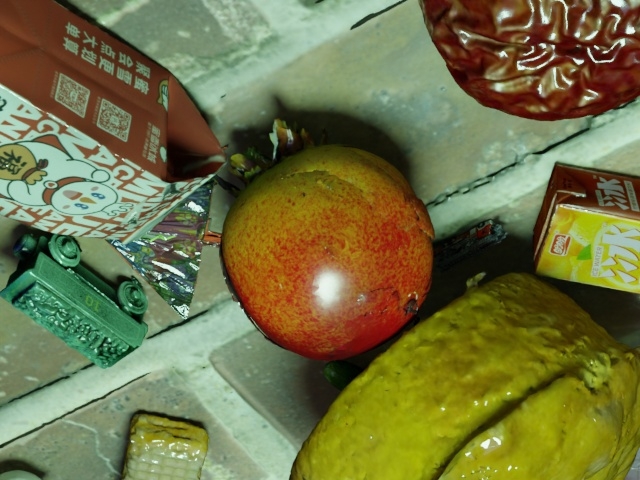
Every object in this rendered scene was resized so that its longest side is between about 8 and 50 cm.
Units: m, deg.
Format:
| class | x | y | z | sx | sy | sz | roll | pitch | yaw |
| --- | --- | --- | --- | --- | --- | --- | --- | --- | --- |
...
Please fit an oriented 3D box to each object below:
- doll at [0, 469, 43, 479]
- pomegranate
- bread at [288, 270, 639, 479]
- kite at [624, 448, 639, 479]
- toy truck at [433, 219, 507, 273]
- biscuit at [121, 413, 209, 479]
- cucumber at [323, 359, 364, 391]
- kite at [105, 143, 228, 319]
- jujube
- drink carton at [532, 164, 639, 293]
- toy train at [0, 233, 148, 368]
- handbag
| class | x | y | z | sx | sy | sz | roll | pitch | yaw |
| --- | --- | --- | --- | --- | --- | --- | --- | --- | --- |
| doll | -0.505 | 0.246 | 1.994 | 0.348 | 0.161 | 0.423 | -20 | 127 | 4 |
| pomegranate | 0.000 | 0.000 | 1.715 | 0.210 | 0.210 | 0.235 | -34 | 86 | 28 |
| bread | 0.149 | 0.222 | 1.784 | 0.215 | 0.398 | 0.398 | 50 | 129 | 21 |
| kite | 0.412 | 0.260 | 2.007 | 0.204 | 0.022 | 0.360 | -29 | 118 | 25 |
| toy truck | 0.151 | 0.005 | 1.812 | 0.083 | 0.032 | 0.024 | -30 | 117 | 24 |
| biscuit | -0.201 | 0.349 | 2.108 | 0.094 | 0.054 | 0.379 | 10 | 129 | -5 |
| cucumber | 0.062 | 0.169 | 1.951 | 0.155 | 0.037 | 0.037 | 33 | 124 | -24 |
| kite | -0.147 | -0.010 | 1.839 | 0.189 | 0.009 | 0.232 | 9 | 129 | -3 |
| jujube | 0.206 | -0.212 | 1.529 | 0.232 | 0.213 | 0.213 | -18 | 125 | 17 |
| drink carton | 0.326 | -0.001 | 1.767 | 0.223 | 0.071 | 0.096 | 10 | 131 | -4 |
| toy train | -0.249 | 0.063 | 1.850 | 0.172 | 0.099 | 0.070 | 38 | 125 | -24 |
| handbag | -0.246 | -0.104 | 1.694 | 0.298 | 0.151 | 0.171 | 30 | 133 | -31 |
